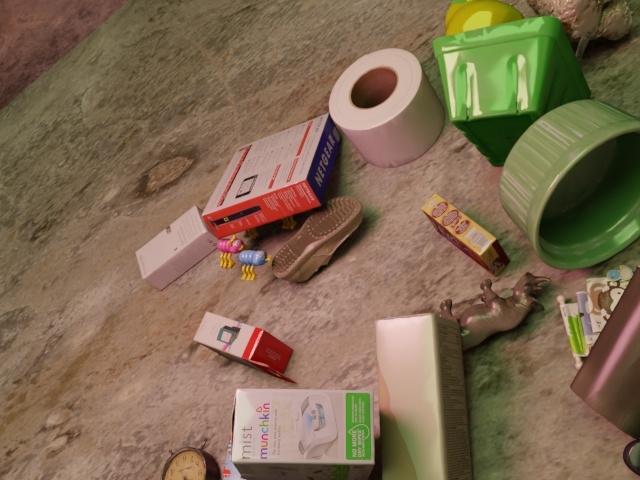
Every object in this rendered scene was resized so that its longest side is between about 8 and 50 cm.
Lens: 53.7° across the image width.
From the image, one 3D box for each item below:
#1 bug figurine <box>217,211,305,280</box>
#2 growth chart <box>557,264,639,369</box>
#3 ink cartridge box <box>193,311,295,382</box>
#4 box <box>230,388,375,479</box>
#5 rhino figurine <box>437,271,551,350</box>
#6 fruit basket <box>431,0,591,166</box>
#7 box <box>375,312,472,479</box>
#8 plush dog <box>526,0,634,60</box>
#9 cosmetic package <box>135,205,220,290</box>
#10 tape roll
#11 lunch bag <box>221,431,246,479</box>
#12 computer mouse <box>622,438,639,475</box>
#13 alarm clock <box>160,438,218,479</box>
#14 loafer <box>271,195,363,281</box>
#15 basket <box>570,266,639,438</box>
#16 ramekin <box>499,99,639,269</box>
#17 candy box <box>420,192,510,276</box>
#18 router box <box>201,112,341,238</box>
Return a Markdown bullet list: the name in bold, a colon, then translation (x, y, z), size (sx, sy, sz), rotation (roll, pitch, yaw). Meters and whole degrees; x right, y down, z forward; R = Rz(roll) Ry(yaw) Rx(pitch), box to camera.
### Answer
- **bug figurine**: translation (-0.154, -0.020, 1.594), size (0.216, 0.072, 0.279), rotation (-2, 41, 40)
- **growth chart**: translation (0.555, 0.124, 1.147), size (0.237, 0.021, 0.172), rotation (-22, 54, 18)
- **ink cartridge box**: translation (-0.161, 0.246, 1.453), size (0.231, 0.134, 0.078), rotation (11, 69, 36)
- **box**: translation (-0.026, 0.356, 1.116), size (0.231, 0.262, 0.127), rotation (0, 63, 2)
- **rhino figurine**: translation (0.341, 0.136, 1.240), size (0.243, 0.073, 0.106), rotation (-30, 45, 16)
- **fruit basket**: translation (0.390, -0.372, 1.321), size (0.283, 0.392, 0.392), rotation (-1, 63, 32)
- **box**: translation (0.188, 0.298, 1.149), size (0.121, 0.148, 0.311), rotation (-11, 70, 30)
- **plush dog**: translation (0.538, -0.543, 1.413), size (0.210, 0.262, 0.225), rotation (-35, 40, 10)
- **cosmetic package**: translation (-0.400, 0.021, 1.774), size (0.231, 0.085, 0.117), rotation (-37, 49, 7)
- **tape roll**: translation (0.165, -0.327, 1.567), size (0.246, 0.169, 0.246), rotation (-15, 57, 24)
- **lunch bag**: translation (-0.039, 0.493, 1.253), size (0.293, 0.138, 0.221), rotation (0, 61, 14)
- **computer mouse**: translation (0.599, 0.360, 0.973), size (0.242, 0.041, 0.071), rotation (9, 77, 29)
- **alarm clock**: translation (-0.288, 0.548, 1.399), size (0.129, 0.064, 0.192), rotation (-22, 51, 20)
- **loafer**: translation (0.000, 0.000, 1.525), size (0.268, 0.092, 0.102), rotation (-40, 50, 9)
- **basket**: translation (0.528, 0.191, 1.024), size (0.204, 0.154, 0.227), rotation (36, 98, -2)
- **ramekin**: translation (0.480, -0.108, 1.159), size (0.303, 0.303, 0.148), rotation (-38, 42, 7)
- **candy box**: translation (0.304, -0.013, 1.330), size (0.053, 0.109, 0.186), rotation (-47, 49, 0)
- **router box**: translation (-0.118, -0.171, 1.629), size (0.301, 0.082, 0.335), rotation (-16, 33, 24)
